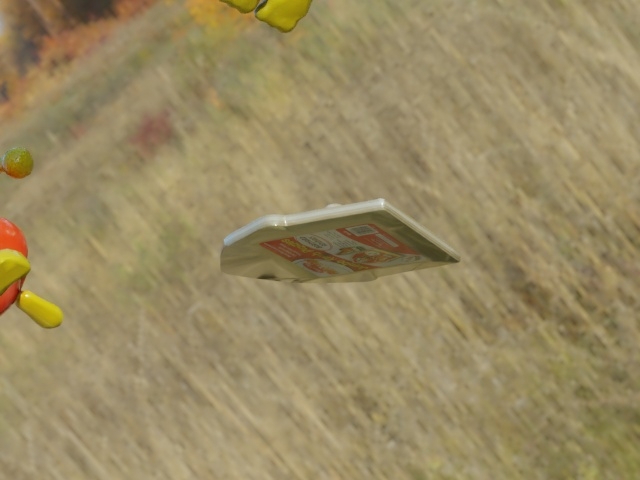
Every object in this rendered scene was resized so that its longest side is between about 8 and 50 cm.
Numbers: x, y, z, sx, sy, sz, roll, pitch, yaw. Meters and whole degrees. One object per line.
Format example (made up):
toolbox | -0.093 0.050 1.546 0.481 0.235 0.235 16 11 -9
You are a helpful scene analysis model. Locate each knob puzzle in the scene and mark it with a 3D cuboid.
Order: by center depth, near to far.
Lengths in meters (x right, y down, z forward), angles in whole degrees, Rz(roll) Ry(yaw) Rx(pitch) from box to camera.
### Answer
knob puzzle | 0.000 0.000 1.231 0.213 0.030 0.213 -2 -17 -1

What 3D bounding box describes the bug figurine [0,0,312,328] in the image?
bug figurine | -0.095 -0.067 0.370 0.279 0.216 0.072 -39 49 25
